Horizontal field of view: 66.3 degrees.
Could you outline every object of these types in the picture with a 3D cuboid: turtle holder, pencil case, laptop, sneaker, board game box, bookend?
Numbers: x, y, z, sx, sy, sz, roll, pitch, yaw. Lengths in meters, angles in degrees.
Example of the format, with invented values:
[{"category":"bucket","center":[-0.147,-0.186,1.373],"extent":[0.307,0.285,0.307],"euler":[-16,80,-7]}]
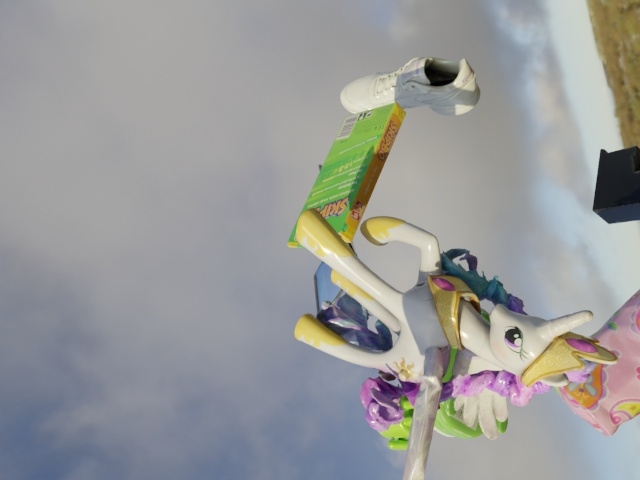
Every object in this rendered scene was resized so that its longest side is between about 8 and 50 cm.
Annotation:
[{"category":"turtle holder","center":[0.310,0.303,1.192],"extent":[0.243,0.227,0.321],"euler":[4,-104,-28]},{"category":"pencil case","center":[0.479,0.155,0.728],"extent":[0.124,0.284,0.124],"euler":[44,-177,-3]},{"category":"laptop","center":[0.000,0.000,1.089],"extent":[0.234,0.136,0.264],"euler":[-99,-14,-66]},{"category":"sneaker","center":[0.182,-0.342,1.054],"extent":[0.152,0.305,0.114],"euler":[38,-123,-63]},{"category":"board game box","center":[0.039,-0.097,0.778],"extent":[0.039,0.124,0.260],"euler":[38,-111,-32]},{"category":"bookend","center":[0.672,-0.128,1.025],"extent":[0.072,0.156,0.157],"euler":[27,-111,-28]}]

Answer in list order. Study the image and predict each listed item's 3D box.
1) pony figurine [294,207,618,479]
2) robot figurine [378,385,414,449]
[{"category":"pony figurine","center":[0.133,0.148,0.627],"extent":[0.302,0.363,0.351],"euler":[-32,-41,-40]},{"category":"robot figurine","center":[0.132,0.292,0.813],"extent":[0.067,0.115,0.101],"euler":[17,-121,-23]}]
